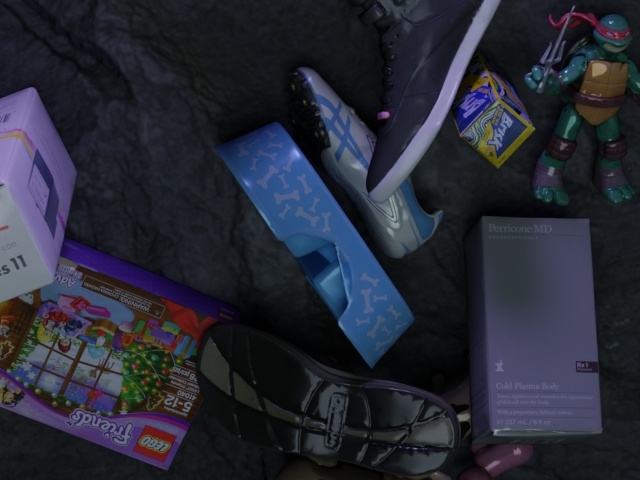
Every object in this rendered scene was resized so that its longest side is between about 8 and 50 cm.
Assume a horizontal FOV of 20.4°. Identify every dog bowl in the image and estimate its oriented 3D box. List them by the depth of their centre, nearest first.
[{"bbox_3d":[0.000,0.000,1.889,0.074,0.166,0.297,-35,110,-1],"label":"dog bowl"}]

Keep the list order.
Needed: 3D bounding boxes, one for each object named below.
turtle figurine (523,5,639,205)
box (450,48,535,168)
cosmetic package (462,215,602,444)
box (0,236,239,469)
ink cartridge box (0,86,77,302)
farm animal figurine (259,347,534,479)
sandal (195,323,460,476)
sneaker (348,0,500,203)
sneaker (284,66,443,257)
[{"bbox_3d":[0.294,-0.149,1.857,0.175,0.118,0.234,8,126,1],"label":"turtle figurine"},{"bbox_3d":[0.171,-0.137,1.826,0.054,0.169,0.059,39,106,-16],"label":"box"},{"bbox_3d":[0.225,0.097,1.902,0.127,0.107,0.238,-1,77,-8],"label":"cosmetic package"},{"bbox_3d":[-0.262,0.114,1.975,0.293,0.057,0.201,22,111,-12],"label":"box"},{"bbox_3d":[-0.367,-0.014,1.755,0.207,0.353,0.119,-20,113,6],"label":"ink cartridge box"},{"bbox_3d":[0.090,0.291,2.005,0.327,0.172,0.330,2,113,-3],"label":"farm animal figurine"},{"bbox_3d":[0.005,0.178,1.920,0.303,0.086,0.120,19,100,10],"label":"sandal"},{"bbox_3d":[0.075,-0.193,1.820,0.147,0.104,0.295,24,91,-8],"label":"sneaker"},{"bbox_3d":[0.044,-0.092,1.898,0.086,0.085,0.237,-40,107,-17],"label":"sneaker"}]
